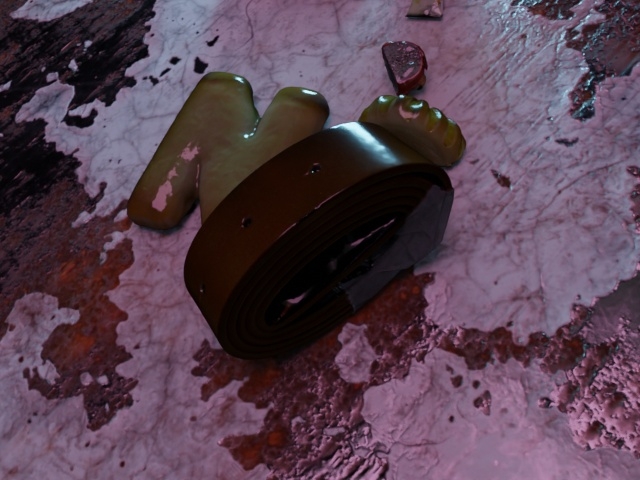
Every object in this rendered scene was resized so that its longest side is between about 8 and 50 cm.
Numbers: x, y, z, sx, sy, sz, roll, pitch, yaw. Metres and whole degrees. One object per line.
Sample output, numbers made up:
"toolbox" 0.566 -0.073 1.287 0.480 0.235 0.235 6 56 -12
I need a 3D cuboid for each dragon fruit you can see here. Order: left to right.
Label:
"dragon fruit" 0.131 -0.259 1.149 0.060 0.056 0.083 -23 60 4

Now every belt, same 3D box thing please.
"belt" 0.000 0.000 0.932 0.338 0.217 0.122 -37 50 -4

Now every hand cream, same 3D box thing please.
"hand cream" 0.180 -0.421 1.248 0.061 0.039 0.143 7 66 17

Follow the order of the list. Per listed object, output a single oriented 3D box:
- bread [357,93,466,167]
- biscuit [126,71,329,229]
"bread" 0.120 -0.164 1.073 0.157 0.094 0.083 11 67 31
"biscuit" -0.139 -0.127 1.143 0.236 0.062 0.291 17 67 24
